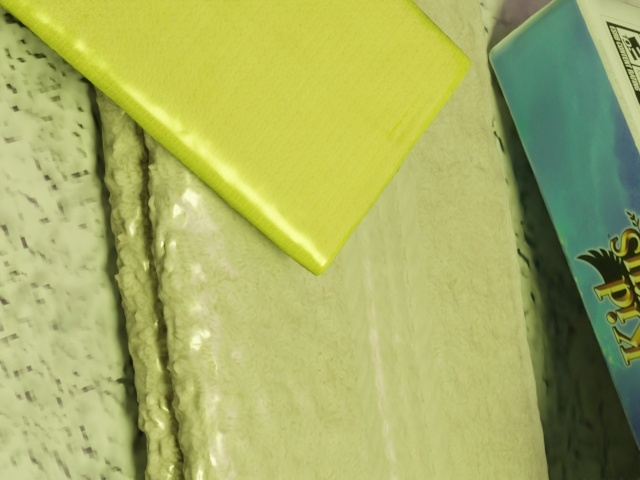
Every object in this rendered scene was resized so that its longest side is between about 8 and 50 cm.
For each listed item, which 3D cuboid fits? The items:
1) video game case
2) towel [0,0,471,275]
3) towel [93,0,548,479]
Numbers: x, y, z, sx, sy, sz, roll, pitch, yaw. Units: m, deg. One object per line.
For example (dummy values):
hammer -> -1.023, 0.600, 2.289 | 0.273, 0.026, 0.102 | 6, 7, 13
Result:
video game case -> 0.212, 0.031, 0.827 | 0.244, 0.061, 0.269 | 8, 56, -45
towel -> -0.061, -0.100, 0.600 | 0.237, 0.021, 0.102 | 41, 72, -14
towel -> 0.000, 0.000, 0.676 | 0.187, 0.049, 0.282 | 1, 79, -45
